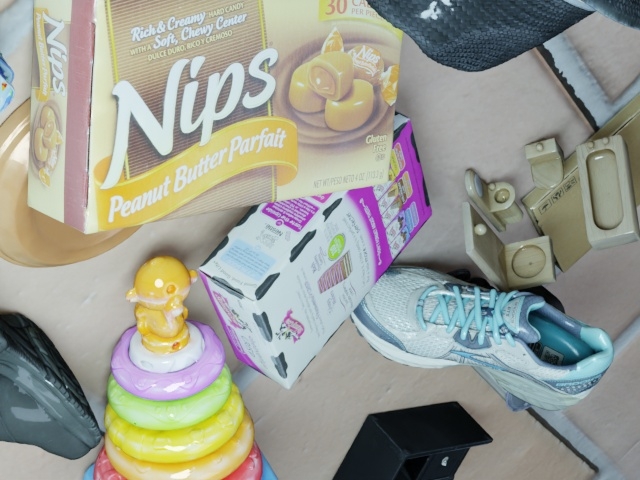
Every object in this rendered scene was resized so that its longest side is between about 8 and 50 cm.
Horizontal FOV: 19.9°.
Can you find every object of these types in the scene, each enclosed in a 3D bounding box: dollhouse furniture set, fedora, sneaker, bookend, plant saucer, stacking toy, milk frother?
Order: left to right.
[{"bbox_3d":[-0.293,0.118,1.534,0.130,0.109,0.286,-39,138,3],"label":"sneaker"},{"bbox_3d":[-0.191,-0.053,1.497,0.200,0.037,0.200,-28,144,-23],"label":"plant saucer"},{"bbox_3d":[-0.139,0.136,1.681,0.175,0.166,0.302,-17,128,-18],"label":"stacking toy"},{"bbox_3d":[0.096,0.276,2.130,0.156,0.072,0.157,-2,129,-46],"label":"bookend"},{"bbox_3d":[0.119,-0.225,1.403,0.152,0.334,0.334,-48,148,22],"label":"fedora"},{"bbox_3d":[0.177,0.100,1.968,0.143,0.135,0.129,-12,134,-39],"label":"milk frother"},{"bbox_3d":[0.169,0.079,1.853,0.283,0.110,0.122,17,155,-12],"label":"sneaker"},{"bbox_3d":[0.233,-0.045,1.862,0.151,0.144,0.123,-14,152,20],"label":"dollhouse furniture set"}]

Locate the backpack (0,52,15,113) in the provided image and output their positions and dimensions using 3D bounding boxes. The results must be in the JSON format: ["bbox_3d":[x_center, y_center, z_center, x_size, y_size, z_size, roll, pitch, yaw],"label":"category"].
[{"bbox_3d":[-0.279,-0.118,1.290,0.105,0.084,0.114,-44,144,-4],"label":"backpack"}]

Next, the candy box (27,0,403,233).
[{"bbox_3d":[-0.077,-0.122,1.451,0.316,0.087,0.183,-10,112,-40],"label":"candy box"}]

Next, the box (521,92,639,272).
[{"bbox_3d":[0.322,-0.068,2.043,0.201,0.021,0.164,-42,147,-4],"label":"box"}]

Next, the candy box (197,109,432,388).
[{"bbox_3d":[0.000,0.000,1.680,0.233,0.071,0.159,-50,150,-22],"label":"candy box"}]
